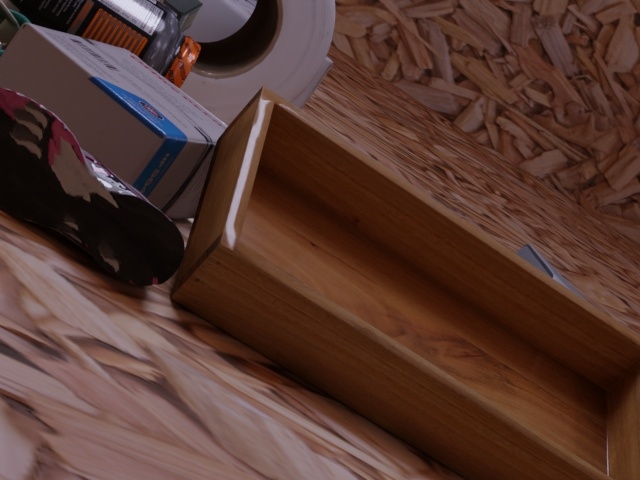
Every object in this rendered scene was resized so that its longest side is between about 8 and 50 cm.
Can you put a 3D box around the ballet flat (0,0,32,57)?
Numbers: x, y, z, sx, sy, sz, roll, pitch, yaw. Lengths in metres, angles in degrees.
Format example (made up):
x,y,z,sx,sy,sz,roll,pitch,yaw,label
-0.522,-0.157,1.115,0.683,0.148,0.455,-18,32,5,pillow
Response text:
x,y,z,sx,sy,sz,roll,pitch,yaw,label
-0.292,-0.166,1.333,0.083,0.087,0.247,39,11,16,ballet flat

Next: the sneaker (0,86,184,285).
x,y,z,sx,sy,sz,roll,pitch,yaw,label
-0.172,-0.031,1.211,0.178,0.072,0.077,43,-2,-2,sneaker

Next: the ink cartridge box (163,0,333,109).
x,y,z,sx,sy,sz,roll,pitch,yaw,label
-0.153,-0.273,2.194,0.289,0.121,0.211,41,12,27,ink cartridge box

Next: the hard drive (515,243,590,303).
x,y,z,sx,sy,sz,roll,pitch,yaw,label
0.342,0.139,2.004,0.307,0.040,0.203,45,6,-9,hard drive

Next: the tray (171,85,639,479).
x,y,z,sx,sy,sz,roll,pitch,yaw,label
0.089,0.068,1.360,0.411,0.076,0.203,34,35,-17,tray

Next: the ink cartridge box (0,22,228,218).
x,y,z,sx,sy,sz,roll,pitch,yaw,label
-0.163,-0.090,1.413,0.148,0.086,0.203,38,9,13,ink cartridge box

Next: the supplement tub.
x,y,z,sx,sy,sz,roll,pitch,yaw,label
-0.215,-0.197,1.652,0.190,0.117,0.117,34,10,-14,supplement tub

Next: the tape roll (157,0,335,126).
x,y,z,sx,sy,sz,roll,pitch,yaw,label
-0.116,-0.255,1.885,0.246,0.246,0.169,32,10,-19,tape roll
